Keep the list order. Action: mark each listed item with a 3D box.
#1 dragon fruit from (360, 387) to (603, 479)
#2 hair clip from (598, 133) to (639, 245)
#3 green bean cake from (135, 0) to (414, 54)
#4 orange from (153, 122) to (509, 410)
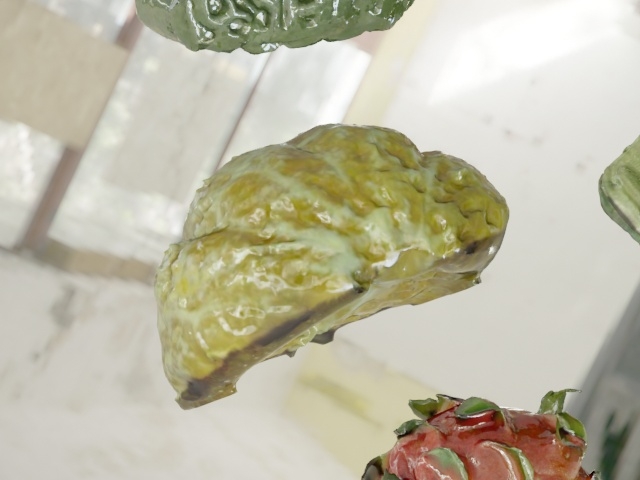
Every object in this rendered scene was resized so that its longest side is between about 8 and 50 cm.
[{"bbox_3d":[0.134,0.165,1.161,0.236,0.137,0.135,1,-169,-27],"label":"dragon fruit"},{"bbox_3d":[0.323,0.010,1.337,0.091,0.138,0.321,32,-159,-32],"label":"hair clip"},{"bbox_3d":[-0.029,-0.260,1.352,0.227,0.222,0.125,-15,-156,-27],"label":"green bean cake"},{"bbox_3d":[0.000,0.000,1.699,0.369,0.210,0.271,-20,176,-23],"label":"orange"}]
